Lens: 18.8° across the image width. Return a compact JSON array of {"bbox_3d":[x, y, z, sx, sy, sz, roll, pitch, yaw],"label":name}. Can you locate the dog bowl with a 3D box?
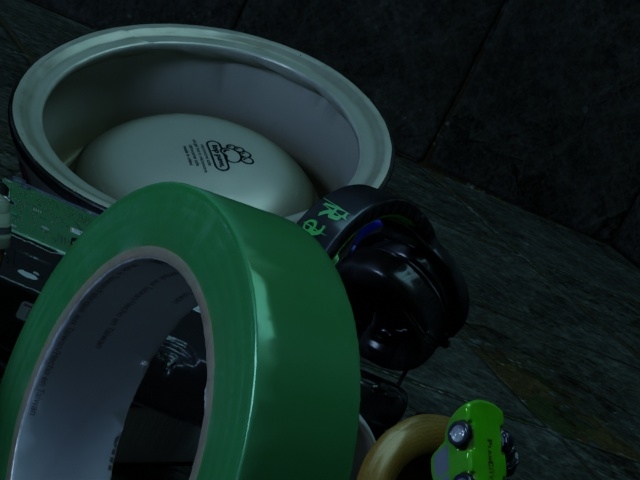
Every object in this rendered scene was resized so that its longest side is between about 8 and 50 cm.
[{"bbox_3d":[-0.133,-0.067,2.066,0.408,0.150,0.408,7,35,-5],"label":"dog bowl"}]

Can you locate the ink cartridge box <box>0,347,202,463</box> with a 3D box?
[{"bbox_3d":[-0.181,0.125,1.673,0.176,0.069,0.371,34,11,30],"label":"ink cartridge box"}]

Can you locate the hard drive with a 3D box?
[{"bbox_3d":[-0.186,0.049,1.676,0.237,0.064,0.339,24,12,-14],"label":"hard drive"}]

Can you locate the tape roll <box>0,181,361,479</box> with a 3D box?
[{"bbox_3d":[-0.102,0.127,1.172,0.077,0.321,0.321,19,14,-33],"label":"tape roll"}]

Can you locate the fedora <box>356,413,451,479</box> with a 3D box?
[{"bbox_3d":[0.081,0.239,1.616,0.194,0.194,0.079,17,-22,-40],"label":"fedora"}]

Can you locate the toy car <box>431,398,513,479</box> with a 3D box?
[{"bbox_3d":[0.123,0.243,1.559,0.053,0.225,0.239,-16,-21,41],"label":"toy car"}]

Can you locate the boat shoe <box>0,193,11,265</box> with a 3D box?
[{"bbox_3d":[-0.434,-0.025,1.554,0.500,0.156,0.187,22,8,42],"label":"boat shoe"}]

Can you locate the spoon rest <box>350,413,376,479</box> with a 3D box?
[{"bbox_3d":[0.016,0.198,1.679,0.276,0.137,0.084,28,38,-47],"label":"spoon rest"}]

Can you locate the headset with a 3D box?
[{"bbox_3d":[0.068,0.115,1.827,0.185,0.243,0.394,21,-19,29],"label":"headset"}]

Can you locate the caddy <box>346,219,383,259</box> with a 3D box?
[{"bbox_3d":[0.000,0.000,2.335,0.241,0.179,0.341,31,12,25],"label":"caddy"}]
